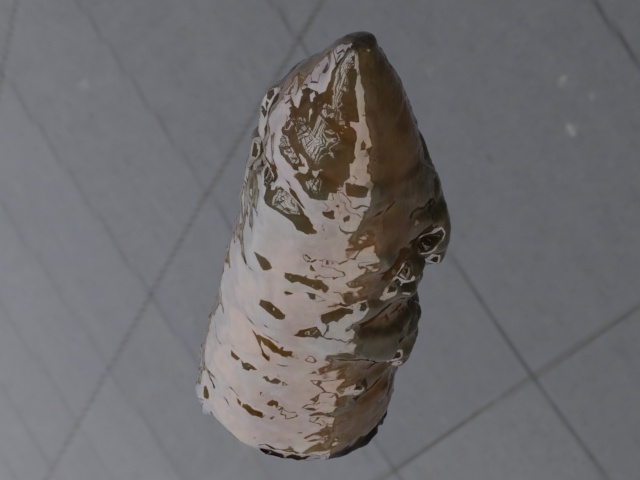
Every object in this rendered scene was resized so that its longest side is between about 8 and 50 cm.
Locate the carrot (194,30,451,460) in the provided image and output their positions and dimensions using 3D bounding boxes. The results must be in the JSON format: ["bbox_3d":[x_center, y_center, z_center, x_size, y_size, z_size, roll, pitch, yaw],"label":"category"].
[{"bbox_3d":[0.000,0.000,0.644,0.102,0.102,0.263,48,155,22],"label":"carrot"}]
